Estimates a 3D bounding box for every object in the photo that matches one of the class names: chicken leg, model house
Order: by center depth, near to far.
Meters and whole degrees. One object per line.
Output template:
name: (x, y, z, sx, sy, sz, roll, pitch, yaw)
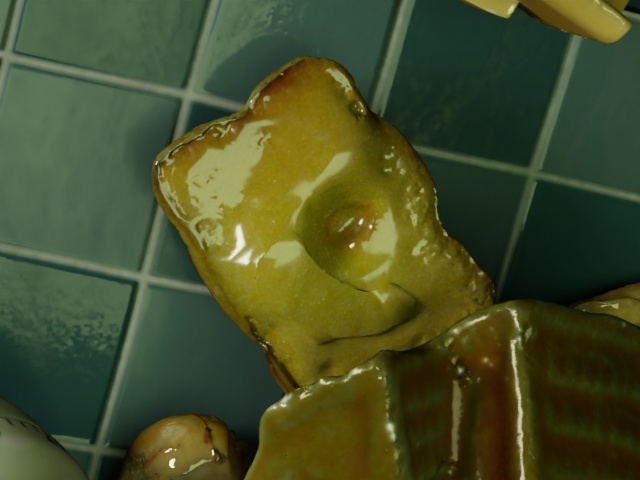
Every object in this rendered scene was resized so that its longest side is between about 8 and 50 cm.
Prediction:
model house: (0.095, 0.144, 1.244, 0.268, 0.173, 0.239, 14, 113, -32)
chicken leg: (-0.104, 0.209, 1.340, 0.101, 0.085, 0.207, 15, 109, -32)

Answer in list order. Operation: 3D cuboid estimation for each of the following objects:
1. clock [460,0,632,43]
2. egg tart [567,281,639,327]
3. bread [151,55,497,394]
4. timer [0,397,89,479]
clock: (0.084, -0.291, 1.182, 0.317, 0.200, 0.244, 30, 92, -26)
egg tart: (0.233, 0.196, 1.413, 0.341, 0.129, 0.341, -4, 107, -14)
bread: (0.000, 0.000, 1.307, 0.160, 0.088, 0.233, -35, 110, -11)
timer: (-0.261, 0.196, 1.246, 0.233, 0.240, 0.234, -28, 135, -31)
